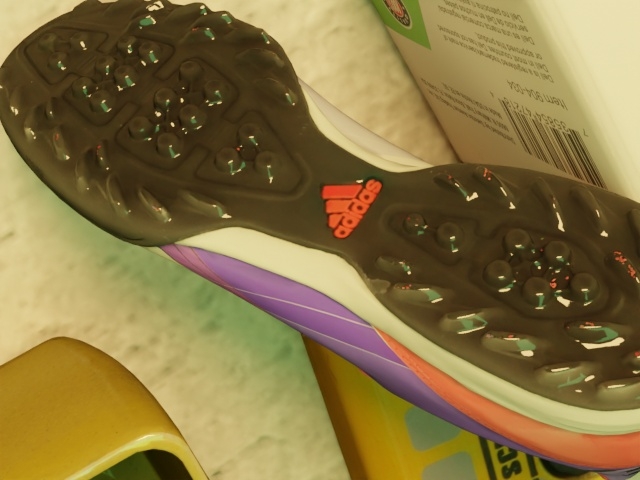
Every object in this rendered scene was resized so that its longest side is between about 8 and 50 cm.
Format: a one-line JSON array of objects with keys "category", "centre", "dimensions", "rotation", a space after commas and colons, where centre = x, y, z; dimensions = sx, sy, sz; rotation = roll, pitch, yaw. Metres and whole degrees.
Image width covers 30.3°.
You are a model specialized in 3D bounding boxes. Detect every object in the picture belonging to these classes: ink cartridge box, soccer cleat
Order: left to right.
[{"category": "soccer cleat", "centre": [0.000, 0.000, 0.475], "dimensions": [0.108, 0.318, 0.116], "rotation": [-54, 155, -24]}, {"category": "ink cartridge box", "centre": [0.140, -0.051, 0.520], "dimensions": [0.115, 0.198, 0.273], "rotation": [-36, 118, -4]}]

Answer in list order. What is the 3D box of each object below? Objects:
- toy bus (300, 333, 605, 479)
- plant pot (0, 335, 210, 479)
[{"category": "toy bus", "centre": [0.094, 0.144, 0.632], "dimensions": [0.130, 0.108, 0.332], "rotation": [-22, 116, -9]}, {"category": "plant pot", "centre": [-0.128, 0.164, 0.520], "dimensions": [0.212, 0.187, 0.212], "rotation": [-29, 117, -5]}]
